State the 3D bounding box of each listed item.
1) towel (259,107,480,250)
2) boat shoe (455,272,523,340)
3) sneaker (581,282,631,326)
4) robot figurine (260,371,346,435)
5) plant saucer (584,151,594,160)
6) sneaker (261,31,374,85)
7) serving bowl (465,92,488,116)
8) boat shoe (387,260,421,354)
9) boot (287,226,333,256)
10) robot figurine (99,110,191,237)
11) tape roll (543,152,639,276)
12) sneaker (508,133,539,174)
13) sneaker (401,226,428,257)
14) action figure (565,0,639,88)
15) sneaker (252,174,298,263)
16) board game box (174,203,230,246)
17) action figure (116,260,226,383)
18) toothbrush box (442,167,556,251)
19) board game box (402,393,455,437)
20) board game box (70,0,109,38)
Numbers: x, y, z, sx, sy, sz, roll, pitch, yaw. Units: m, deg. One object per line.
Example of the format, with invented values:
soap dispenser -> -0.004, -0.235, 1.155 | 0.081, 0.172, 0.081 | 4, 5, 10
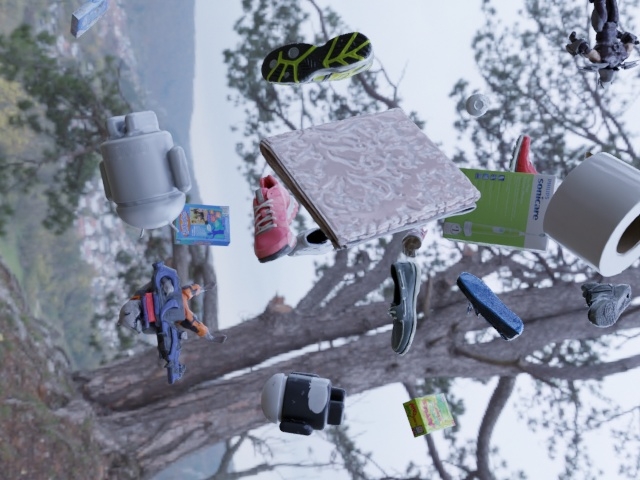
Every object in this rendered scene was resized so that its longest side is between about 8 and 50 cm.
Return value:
towel -> 0.093, -0.132, 1.228 | 0.317, 0.331, 0.053 | 55, -30, 35
boat shoe -> 0.518, 0.218, 2.006 | 0.258, 0.109, 0.089 | 51, -44, 20
sneaker -> 0.828, 0.191, 1.897 | 0.130, 0.227, 0.087 | 2, -67, 45
robot figurine -> -0.058, 0.535, 2.088 | 0.209, 0.278, 0.174 | 72, 25, -84
plant saucer -> 0.778, -0.216, 1.803 | 0.083, 0.015, 0.083 | 53, 5, -7
sneaker -> -0.008, -0.564, 2.070 | 0.147, 0.384, 0.145 | 34, 55, -69
serving bowl -> 0.559, -0.481, 2.246 | 0.027, 0.083, 0.083 | -88, 176, -77
boat shoe -> 0.265, 0.226, 2.148 | 0.116, 0.099, 0.320 | -176, -85, -70
boot -> 0.000, 0.000, 2.173 | 0.123, 0.258, 0.095 | -20, -93, 43
robot figurine -> -0.504, -0.185, 1.805 | 0.199, 0.299, 0.354 | -32, 114, -59
tape roll -> 0.671, -0.061, 1.482 | 0.169, 0.246, 0.246 | 45, -35, 39
sneaker -> 0.631, -0.185, 1.916 | 0.107, 0.118, 0.279 | -46, 135, -67
sneaker -> 0.200, -0.012, 1.329 | 0.118, 0.042, 0.067 | 87, 26, -71
action figure -> 0.660, -0.498, 1.467 | 0.099, 0.185, 0.285 | 17, -64, 61
sneaker -> -0.139, -0.061, 1.635 | 0.136, 0.115, 0.314 | 60, 16, -30
board game box -> -0.458, -0.061, 2.455 | 0.047, 0.210, 0.160 | 128, -39, -59
action figure -> -0.435, 0.247, 1.834 | 0.178, 0.330, 0.342 | -17, -110, 39
toothbrush box -> 0.505, -0.085, 1.781 | 0.122, 0.283, 0.206 | 15, 83, -67
board game box -> 0.293, 0.468, 1.699 | 0.181, 0.043, 0.092 | 12, 55, -55
board game box -> -0.466, -0.460, 1.281 | 0.020, 0.090, 0.090 | 45, -21, -12
